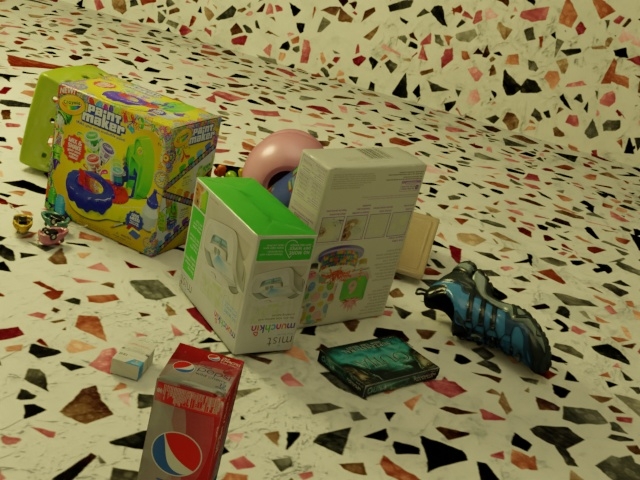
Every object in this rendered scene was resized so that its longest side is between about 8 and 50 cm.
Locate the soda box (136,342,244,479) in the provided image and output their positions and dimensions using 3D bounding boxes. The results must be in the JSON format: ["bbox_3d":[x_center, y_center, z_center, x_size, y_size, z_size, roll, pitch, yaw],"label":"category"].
[{"bbox_3d":[-0.163,0.260,1.143,0.083,0.263,0.092,16,23,4],"label":"soda box"}]

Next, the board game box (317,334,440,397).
[{"bbox_3d":[0.104,0.219,1.714,0.186,0.026,0.126,-7,29,-41],"label":"board game box"}]

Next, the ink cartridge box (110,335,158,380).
[{"bbox_3d":[-0.297,0.188,1.551,0.048,0.028,0.083,16,22,7],"label":"ink cartridge box"}]

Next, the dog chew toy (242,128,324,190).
[{"bbox_3d":[-0.070,-0.161,2.210,0.206,0.206,0.332,12,19,-4],"label":"dog chew toy"}]

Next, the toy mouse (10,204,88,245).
[{"bbox_3d":[-0.534,-0.022,1.914,0.143,0.031,0.161,3,25,-25],"label":"toy mouse"}]

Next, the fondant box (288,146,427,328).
[{"bbox_3d":[0.046,-0.007,1.816,0.238,0.330,0.096,-5,29,-38],"label":"fondant box"}]

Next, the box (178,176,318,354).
[{"bbox_3d":[-0.135,0.039,1.734,0.127,0.231,0.262,-1,26,-32],"label":"box"}]

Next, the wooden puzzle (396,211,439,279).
[{"bbox_3d":[0.145,-0.006,2.204,0.221,0.044,0.238,17,39,7],"label":"wooden puzzle"}]

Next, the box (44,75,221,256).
[{"bbox_3d":[-0.391,-0.161,2.005,0.290,0.279,0.177,22,23,22],"label":"box"}]

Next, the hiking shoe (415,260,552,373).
[{"bbox_3d":[0.325,0.172,1.896,0.132,0.113,0.304,-29,45,-16],"label":"hiking shoe"}]

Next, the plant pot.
[{"bbox_3d":[-0.529,-0.258,2.240,0.207,0.228,0.227,26,21,11],"label":"plant pot"}]

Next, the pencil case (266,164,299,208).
[{"bbox_3d":[-0.059,-0.055,1.951,0.133,0.306,0.119,37,43,-17],"label":"pencil case"}]

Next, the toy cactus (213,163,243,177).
[{"bbox_3d":[-0.187,-0.113,2.268,0.180,0.112,0.219,20,12,-9],"label":"toy cactus"}]
